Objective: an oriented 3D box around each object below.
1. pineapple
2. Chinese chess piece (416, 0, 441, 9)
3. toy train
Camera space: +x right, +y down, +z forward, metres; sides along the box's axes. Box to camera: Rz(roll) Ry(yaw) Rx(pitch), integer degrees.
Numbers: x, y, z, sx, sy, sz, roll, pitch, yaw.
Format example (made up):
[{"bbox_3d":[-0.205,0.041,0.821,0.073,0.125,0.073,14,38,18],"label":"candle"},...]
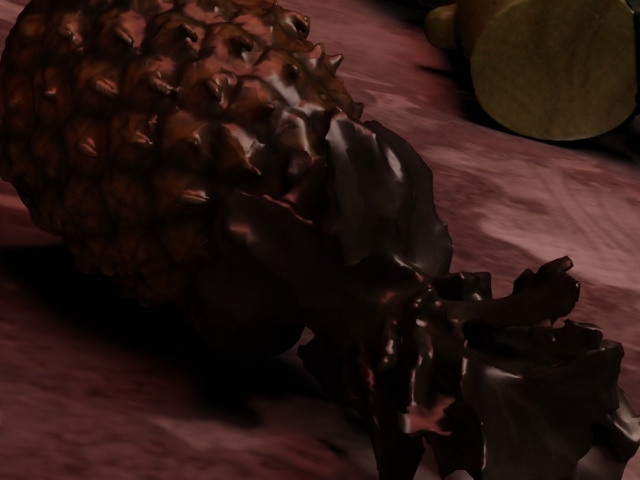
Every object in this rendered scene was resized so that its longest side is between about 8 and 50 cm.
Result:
[{"bbox_3d":[0.000,0.000,0.548,0.125,0.125,0.251,-1,29,-43],"label":"pineapple"},{"bbox_3d":[0.132,-0.229,1.266,0.188,0.083,0.188,0,-21,0],"label":"Chinese chess piece"},{"bbox_3d":[0.163,-0.121,1.096,0.190,0.126,0.307,-17,17,5],"label":"toy train"}]
